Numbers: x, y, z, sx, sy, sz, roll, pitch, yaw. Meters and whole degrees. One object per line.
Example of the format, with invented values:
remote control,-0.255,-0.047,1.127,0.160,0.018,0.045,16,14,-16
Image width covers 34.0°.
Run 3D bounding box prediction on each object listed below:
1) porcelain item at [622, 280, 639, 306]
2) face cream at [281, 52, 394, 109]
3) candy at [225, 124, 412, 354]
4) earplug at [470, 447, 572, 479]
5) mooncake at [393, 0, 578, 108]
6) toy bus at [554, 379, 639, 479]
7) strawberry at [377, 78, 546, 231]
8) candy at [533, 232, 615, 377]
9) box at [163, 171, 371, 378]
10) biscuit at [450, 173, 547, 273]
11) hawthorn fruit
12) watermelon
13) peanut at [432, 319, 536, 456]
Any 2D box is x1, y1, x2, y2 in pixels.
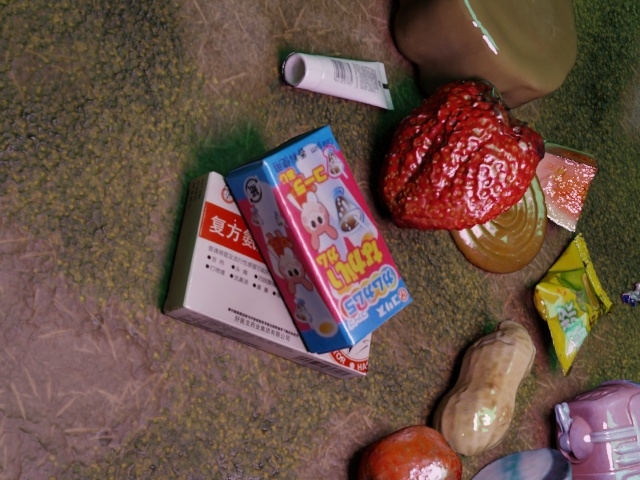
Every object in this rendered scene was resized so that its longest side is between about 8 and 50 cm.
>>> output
porcelain item,0.704,0.126,2.281,0.136,0.021,0.075,-28,102,-42
face cream,0.038,-0.277,1.777,0.244,0.058,0.092,1,72,-47
candy,0.001,0.000,1.557,0.157,0.100,0.306,-33,102,-42
earplug,0.393,0.544,1.799,0.185,0.185,0.324,-34,106,-41
mooncake,0.303,-0.422,1.960,0.378,0.201,0.378,17,64,-40
toy bus,0.546,0.413,1.961,0.232,0.197,0.294,-3,82,-32
strawberry,0.223,-0.132,1.787,0.288,0.250,0.238,-35,88,-5
candy,0.498,0.122,2.063,0.297,0.081,0.187,-37,104,-52
box,-0.060,0.061,1.593,0.353,0.069,0.214,25,63,-36
biscuit,0.338,-0.064,1.977,0.262,0.037,0.262,8,76,-32
hawthorn fruit,0.118,0.373,1.624,0.203,0.163,0.162,2,77,-29
watermelon,0.486,-0.108,2.105,0.193,0.137,0.145,2,111,-33
peanut,0.290,0.256,1.809,0.130,0.130,0.290,48,54,-22
